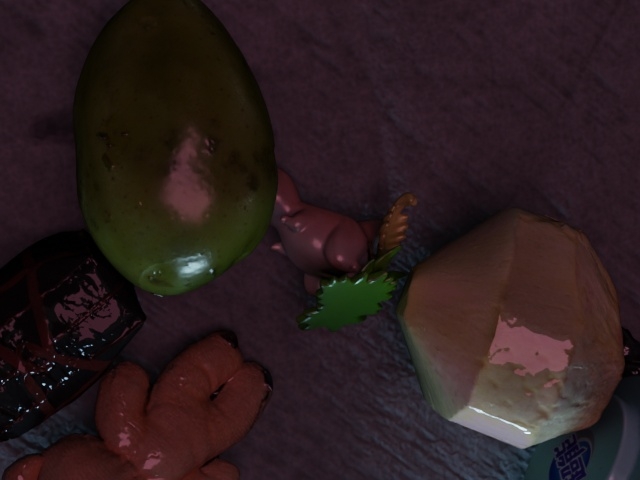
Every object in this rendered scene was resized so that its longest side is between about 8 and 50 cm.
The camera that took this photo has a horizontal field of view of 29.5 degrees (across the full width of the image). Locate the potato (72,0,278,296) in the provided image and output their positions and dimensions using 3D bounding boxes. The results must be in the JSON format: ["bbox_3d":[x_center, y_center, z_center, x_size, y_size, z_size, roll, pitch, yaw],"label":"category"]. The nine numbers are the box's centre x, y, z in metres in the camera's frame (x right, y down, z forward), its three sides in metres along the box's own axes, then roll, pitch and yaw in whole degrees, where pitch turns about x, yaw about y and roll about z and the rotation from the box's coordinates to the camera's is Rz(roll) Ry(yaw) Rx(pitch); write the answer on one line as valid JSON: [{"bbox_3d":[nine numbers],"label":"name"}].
[{"bbox_3d":[-0.147,-0.098,1.230,0.216,0.216,0.304,-2,73,-9],"label":"potato"}]

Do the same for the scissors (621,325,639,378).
[{"bbox_3d":[0.416,0.148,1.467,0.300,0.022,0.109,5,102,-11],"label":"scissors"}]

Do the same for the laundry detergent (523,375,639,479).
[{"bbox_3d":[0.396,0.319,1.355,0.305,0.287,0.287,32,93,-13],"label":"laundry detergent"}]

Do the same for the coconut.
[{"bbox_3d":[0.201,0.092,1.318,0.259,0.259,0.259,-1,100,-9],"label":"coconut"}]

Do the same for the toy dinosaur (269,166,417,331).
[{"bbox_3d":[0.000,0.004,1.345,0.194,0.152,0.177,-7,62,-17],"label":"toy dinosaur"}]

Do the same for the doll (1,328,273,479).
[{"bbox_3d":[-0.187,0.233,1.346,0.201,0.156,0.303,49,61,-5],"label":"doll"}]

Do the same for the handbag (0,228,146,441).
[{"bbox_3d":[-0.290,0.097,1.270,0.215,0.169,0.155,-41,103,-1],"label":"handbag"}]
